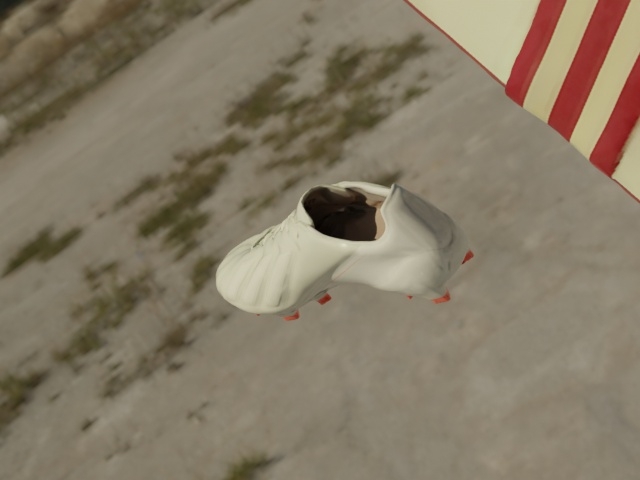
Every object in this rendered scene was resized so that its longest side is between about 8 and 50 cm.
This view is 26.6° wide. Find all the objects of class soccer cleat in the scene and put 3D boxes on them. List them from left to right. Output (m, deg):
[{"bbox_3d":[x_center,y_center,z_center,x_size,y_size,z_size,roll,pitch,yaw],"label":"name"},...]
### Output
[{"bbox_3d":[0.000,0.000,0.767,0.196,0.076,0.068,-7,46,48],"label":"soccer cleat"}]

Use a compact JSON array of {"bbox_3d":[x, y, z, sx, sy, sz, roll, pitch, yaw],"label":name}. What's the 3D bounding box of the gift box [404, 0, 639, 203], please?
[{"bbox_3d":[0.196,-0.179,0.484,0.276,0.255,0.258,-34,-26,-33],"label":"gift box"}]
